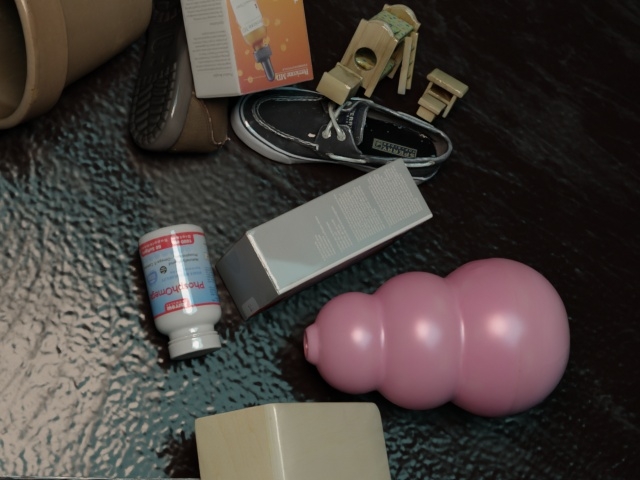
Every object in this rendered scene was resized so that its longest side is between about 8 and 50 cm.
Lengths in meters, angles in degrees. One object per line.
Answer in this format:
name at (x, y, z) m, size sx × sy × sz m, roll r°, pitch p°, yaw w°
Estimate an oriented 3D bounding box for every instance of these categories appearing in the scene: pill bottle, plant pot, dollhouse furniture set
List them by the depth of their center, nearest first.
plant pot at (-0.341, -0.291, 1.558) m, size 0.229 × 0.263 × 0.263 m, roll -24°, pitch 83°, yaw -40°
pill bottle at (-0.174, 0.066, 1.575) m, size 0.087 × 0.087 × 0.160 m, roll -10°, pitch 78°, yaw -19°
dollhouse furniture set at (0.112, -0.226, 1.669) m, size 0.161 × 0.101 × 0.182 m, roll 31°, pitch 29°, yaw 7°

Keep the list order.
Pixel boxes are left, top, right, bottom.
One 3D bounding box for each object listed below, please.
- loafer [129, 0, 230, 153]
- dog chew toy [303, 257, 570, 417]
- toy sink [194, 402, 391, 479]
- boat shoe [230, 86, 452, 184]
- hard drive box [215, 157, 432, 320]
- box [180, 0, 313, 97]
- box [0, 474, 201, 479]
loafer at (-0.156, -0.277, 1.670) m, size 0.130 × 0.133 × 0.366 m, roll 23°, pitch 76°, yaw -40°
dog chew toy at (0.144, 0.127, 1.603) m, size 0.331 × 0.206 × 0.207 m, roll -1°, pitch 75°, yaw -9°
toy sink at (-0.031, 0.281, 1.517) m, size 0.234 × 0.131 × 0.153 m, roll 9°, pitch 69°, yaw -56°
boat shoe at (0.032, -0.149, 1.687) m, size 0.301 × 0.102 × 0.108 m, roll 17°, pitch 71°, yaw -12°
hard drive box at (0.000, 0.000, 1.596) m, size 0.232 × 0.181 × 0.089 m, roll -26°, pitch 85°, yaw -21°
box at (-0.094, -0.274, 1.572) m, size 0.130 × 0.091 × 0.171 m, roll -20°, pitch 106°, yaw -42°
box at (-0.318, 0.431, 1.428) m, size 0.394 × 0.097 × 0.318 m, roll 4°, pitch 73°, yaw -16°
